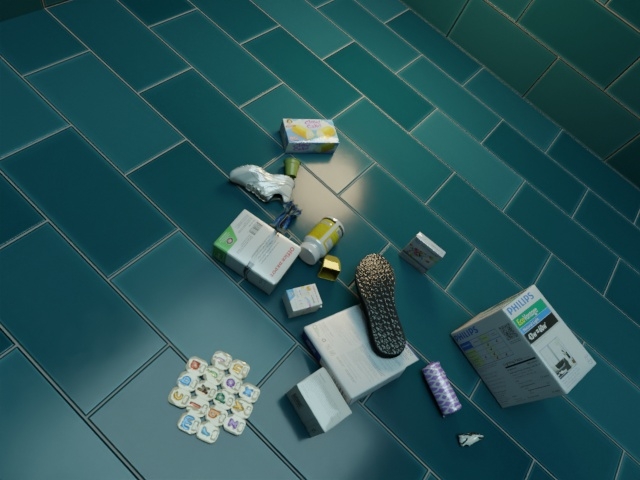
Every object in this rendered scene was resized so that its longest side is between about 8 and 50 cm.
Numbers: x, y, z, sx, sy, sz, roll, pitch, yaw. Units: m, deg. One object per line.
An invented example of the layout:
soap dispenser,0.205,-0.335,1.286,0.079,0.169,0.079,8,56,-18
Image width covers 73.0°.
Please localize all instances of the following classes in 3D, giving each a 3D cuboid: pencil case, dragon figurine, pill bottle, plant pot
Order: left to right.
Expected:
dragon figurine,-0.140,-0.101,1.811,0.085,0.289,0.144,34,93,-2
plant pot,-0.135,-0.332,2.026,0.083,0.083,0.079,7,73,-14
pill bottle,0.000,0.000,1.855,0.119,0.119,0.208,40,57,6
plant pot,0.039,0.109,1.833,0.081,0.082,0.083,15,50,-10
pencil case,0.480,0.584,1.712,0.088,0.086,0.206,6,56,-55

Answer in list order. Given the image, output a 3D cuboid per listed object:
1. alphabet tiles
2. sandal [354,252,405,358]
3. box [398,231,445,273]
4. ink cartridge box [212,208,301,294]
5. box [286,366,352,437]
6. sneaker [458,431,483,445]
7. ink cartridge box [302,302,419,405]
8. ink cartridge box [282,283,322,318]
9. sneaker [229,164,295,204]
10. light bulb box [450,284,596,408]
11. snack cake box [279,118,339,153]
alphabet tiles,-0.364,0.535,1.496,0.277,0.021,0.284,27,57,-3
sandal,0.222,0.256,1.725,0.167,0.107,0.446,3,56,-11
box,0.450,0.059,1.930,0.145,0.186,0.038,40,58,5
ink cartridge box,-0.256,0.048,1.742,0.289,0.122,0.211,35,57,3
box,-0.010,0.563,1.501,0.119,0.181,0.182,-26,72,-28
sneaker,0.581,0.769,1.673,0.109,0.040,0.044,2,78,-13
ink cartridge box,0.149,0.410,1.652,0.329,0.072,0.324,-17,50,-30
ink cartridge box,-0.066,0.237,1.718,0.143,0.090,0.092,-12,66,-23
sneaker,-0.260,-0.244,1.916,0.296,0.111,0.130,13,65,-10
light bulb box,0.791,0.431,1.735,0.225,0.358,0.361,-24,73,-30
snack cake box,-0.056,-0.516,2.141,0.264,0.089,0.152,-5,65,-21
